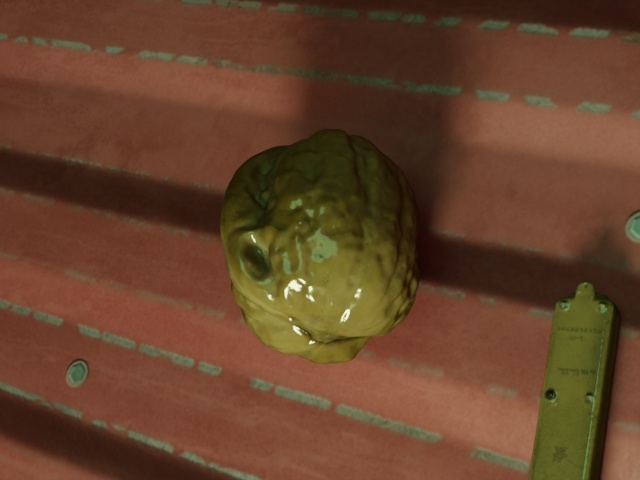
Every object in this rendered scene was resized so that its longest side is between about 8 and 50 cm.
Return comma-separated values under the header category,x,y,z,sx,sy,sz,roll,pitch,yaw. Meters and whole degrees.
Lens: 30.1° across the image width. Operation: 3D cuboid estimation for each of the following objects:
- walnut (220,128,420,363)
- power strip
category,x,y,z,sx,sy,sz,roll,pitch,yaw
walnut,0.000,0.000,1.301,0.224,0.257,0.257,-48,46,46
power strip,0.248,0.189,1.177,0.064,0.044,0.305,1,69,31
